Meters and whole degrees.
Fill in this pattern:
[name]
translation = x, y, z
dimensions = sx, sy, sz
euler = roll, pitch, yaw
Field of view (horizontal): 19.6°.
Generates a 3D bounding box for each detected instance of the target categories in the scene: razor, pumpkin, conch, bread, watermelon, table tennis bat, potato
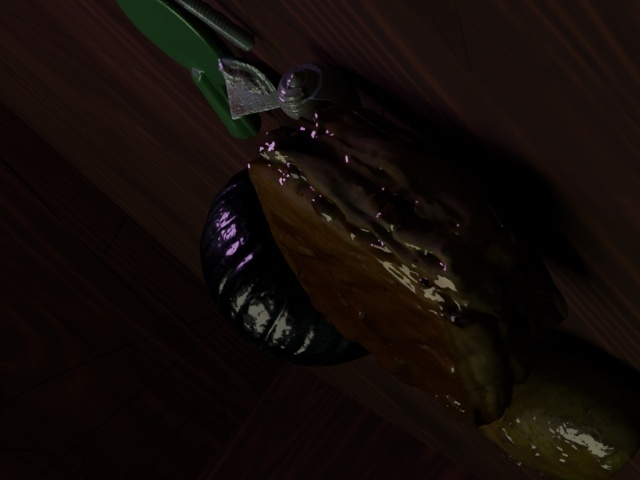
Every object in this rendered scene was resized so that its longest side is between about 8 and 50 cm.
[razor]
translation = -0.148, -0.250, 1.783
dimensions = 0.211, 0.036, 0.084
euler = 41, 173, -17
[pumpkin]
translation = 0.000, 0.000, 2.001
dimensions = 0.248, 0.248, 0.248
euler = 37, 172, 6
[conch]
translation = 0.003, -0.135, 1.705
dimensions = 0.076, 0.056, 0.085
euler = 1, 171, 31
[bread]
translation = 0.092, 0.007, 1.714
dimensions = 0.277, 0.167, 0.324
euler = 34, 162, 29
[watermelon]
translation = -0.080, -0.154, 1.917
dimensions = 0.085, 0.061, 0.085
euler = 29, 176, 2
[table tennis bat]
translation = -0.137, -0.200, 2.024
dimensions = 0.160, 0.039, 0.257
euler = 29, 162, 45
[potato]
translation = 0.268, 0.196, 2.079
dimensions = 0.176, 0.141, 0.298
euler = 32, 175, -24
